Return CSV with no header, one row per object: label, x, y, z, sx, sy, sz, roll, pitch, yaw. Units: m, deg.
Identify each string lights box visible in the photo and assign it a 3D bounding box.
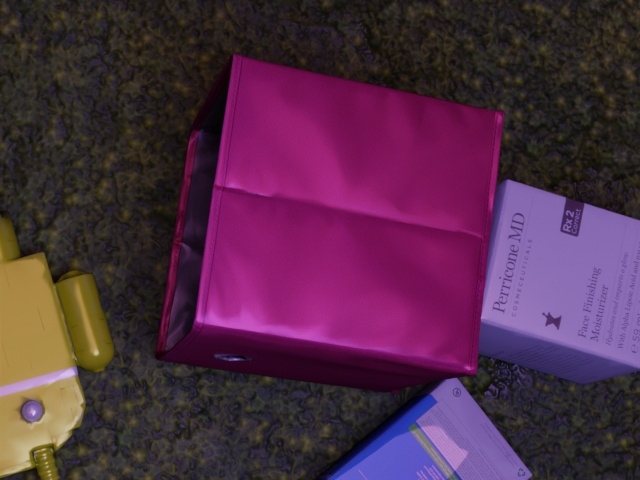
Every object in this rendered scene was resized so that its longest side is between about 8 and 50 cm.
string lights box,0.068,0.266,1.350,0.260,0.077,0.133,-37,89,-17

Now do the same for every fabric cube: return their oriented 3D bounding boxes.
fabric cube,0.000,0.000,1.294,0.258,0.254,0.259,11,77,-13

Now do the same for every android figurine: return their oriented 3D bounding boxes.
android figurine,-0.324,0.114,1.298,0.248,0.056,0.273,-13,81,-16

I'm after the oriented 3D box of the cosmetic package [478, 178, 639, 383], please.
cosmetic package,0.234,0.047,1.392,0.184,0.151,0.151,16,75,-10
